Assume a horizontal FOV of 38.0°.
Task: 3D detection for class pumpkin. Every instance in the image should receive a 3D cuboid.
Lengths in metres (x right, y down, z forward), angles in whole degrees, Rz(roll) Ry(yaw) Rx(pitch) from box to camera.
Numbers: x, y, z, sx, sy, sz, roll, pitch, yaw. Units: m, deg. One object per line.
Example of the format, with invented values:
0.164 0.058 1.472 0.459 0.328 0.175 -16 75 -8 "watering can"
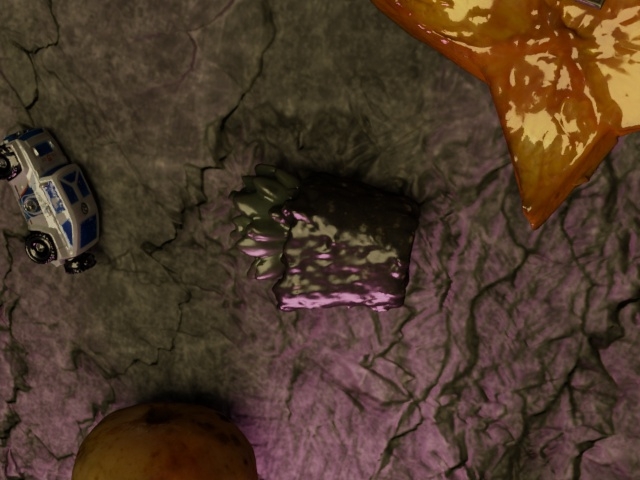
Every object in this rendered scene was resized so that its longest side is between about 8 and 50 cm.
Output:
0.218 -0.183 0.834 0.258 0.095 0.290 -32 91 21 "pumpkin"

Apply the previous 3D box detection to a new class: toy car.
-0.300 -0.044 1.043 0.070 0.080 0.171 -16 104 21 "toy car"

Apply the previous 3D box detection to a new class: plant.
0.000 0.000 0.945 0.194 0.129 0.132 12 112 9 "plant"

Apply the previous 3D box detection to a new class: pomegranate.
-0.178 0.294 1.059 0.215 0.215 0.215 5 111 14 "pomegranate"

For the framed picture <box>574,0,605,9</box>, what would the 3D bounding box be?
0.175 -0.292 0.799 0.201 0.010 0.136 26 85 18 "framed picture"
